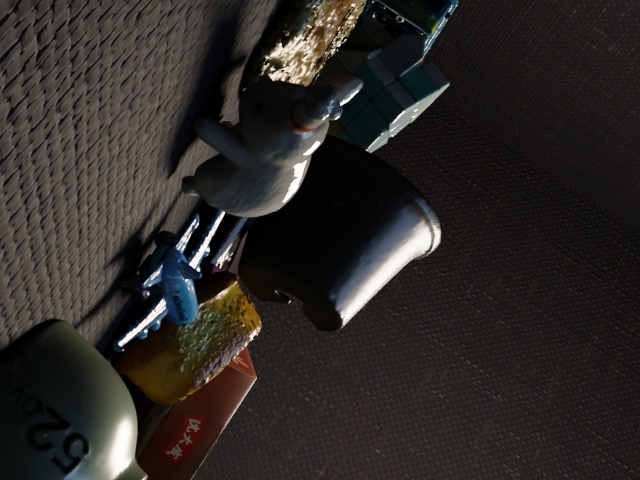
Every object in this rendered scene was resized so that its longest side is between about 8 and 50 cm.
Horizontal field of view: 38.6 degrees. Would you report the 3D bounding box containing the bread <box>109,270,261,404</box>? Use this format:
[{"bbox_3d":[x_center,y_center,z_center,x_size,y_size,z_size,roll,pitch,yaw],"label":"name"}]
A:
[{"bbox_3d":[-0.227,0.163,1.559,0.268,0.145,0.268,-35,-171,7],"label":"bread"}]

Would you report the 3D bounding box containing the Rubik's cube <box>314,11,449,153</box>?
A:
[{"bbox_3d":[0.090,-0.300,1.713,0.224,0.213,0.265,-34,174,-47],"label":"Rubik's cube"}]

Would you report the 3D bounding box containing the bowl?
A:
[{"bbox_3d":[-0.317,0.282,1.008,0.354,0.185,0.354,-56,179,-2],"label":"bowl"}]

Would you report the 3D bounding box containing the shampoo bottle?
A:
[{"bbox_3d":[-0.110,-0.106,1.524,0.323,0.084,0.129,-57,-175,-2],"label":"shampoo bottle"}]

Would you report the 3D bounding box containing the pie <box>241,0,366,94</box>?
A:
[{"bbox_3d":[-0.016,-0.282,1.235,0.274,0.055,0.274,-53,174,-8],"label":"pie"}]

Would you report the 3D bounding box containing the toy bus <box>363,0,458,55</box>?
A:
[{"bbox_3d":[0.136,-0.401,1.913,0.190,0.152,0.312,-54,178,-38],"label":"toy bus"}]

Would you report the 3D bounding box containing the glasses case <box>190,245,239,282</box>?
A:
[{"bbox_3d":[-0.214,0.055,1.720,0.123,0.076,0.316,-61,-179,-41],"label":"glasses case"}]

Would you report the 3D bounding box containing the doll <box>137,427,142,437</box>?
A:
[{"bbox_3d":[-0.440,0.428,1.725,0.135,0.143,0.221,72,40,-61],"label":"doll"}]

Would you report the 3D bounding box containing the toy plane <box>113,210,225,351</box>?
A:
[{"bbox_3d":[-0.213,0.062,1.286,0.254,0.105,0.271,-55,180,-24],"label":"toy plane"}]

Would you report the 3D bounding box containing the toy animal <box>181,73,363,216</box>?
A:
[{"bbox_3d":[-0.060,-0.137,1.088,0.140,0.138,0.282,-53,179,-38],"label":"toy animal"}]

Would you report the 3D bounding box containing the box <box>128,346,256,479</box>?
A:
[{"bbox_3d":[-0.298,0.331,1.934,0.344,0.122,0.385,-57,-162,6],"label":"box"}]

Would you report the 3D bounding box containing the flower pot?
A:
[{"bbox_3d":[0.000,0.000,1.660,0.251,0.379,0.379,-57,179,-21],"label":"flower pot"}]
